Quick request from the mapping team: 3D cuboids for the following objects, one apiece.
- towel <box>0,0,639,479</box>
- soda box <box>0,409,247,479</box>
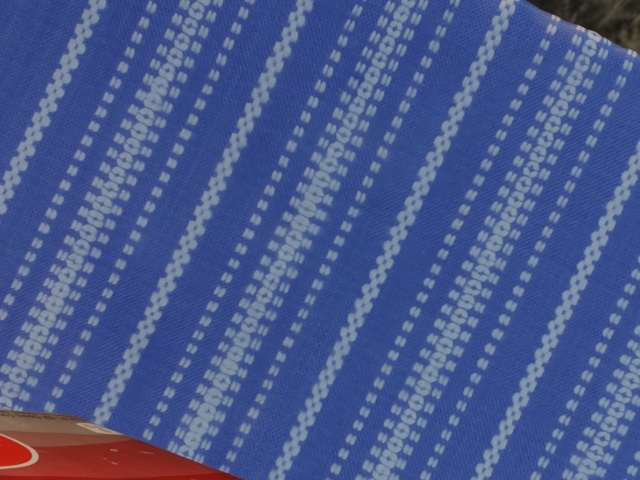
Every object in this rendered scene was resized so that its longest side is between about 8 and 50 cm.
[{"bbox_3d":[0.000,0.000,0.601,0.336,0.040,0.243,25,92,-2],"label":"towel"},{"bbox_3d":[-0.139,0.082,0.334,0.263,0.092,0.083,10,92,-46],"label":"soda box"}]
